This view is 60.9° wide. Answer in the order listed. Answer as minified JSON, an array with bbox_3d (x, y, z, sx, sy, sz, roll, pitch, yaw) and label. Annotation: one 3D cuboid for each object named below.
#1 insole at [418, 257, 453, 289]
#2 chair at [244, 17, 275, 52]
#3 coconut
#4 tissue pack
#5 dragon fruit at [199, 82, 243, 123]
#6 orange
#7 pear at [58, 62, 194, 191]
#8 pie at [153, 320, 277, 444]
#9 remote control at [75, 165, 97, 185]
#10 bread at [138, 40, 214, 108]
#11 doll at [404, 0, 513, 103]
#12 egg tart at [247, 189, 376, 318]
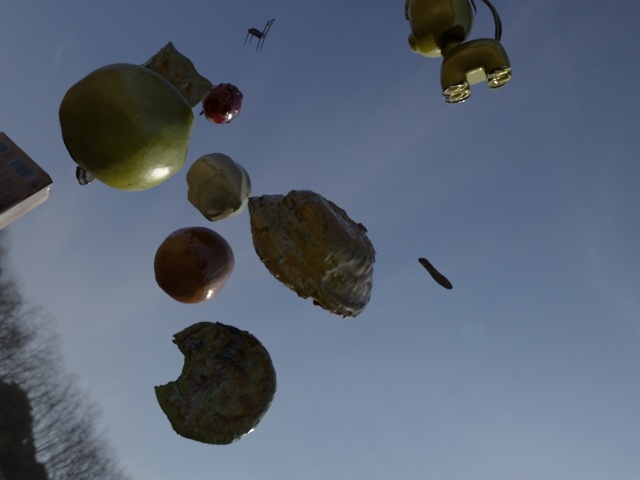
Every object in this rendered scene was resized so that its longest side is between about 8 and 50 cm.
[{"bbox_3d":[0.315,0.092,1.491,0.135,0.002,0.045,45,-32,-19],"label":"insole"},{"bbox_3d":[-0.139,-0.469,1.225,0.042,0.037,0.086,35,-57,-2],"label":"chair"},{"bbox_3d":[-0.305,-0.156,1.670,0.224,0.224,0.224,30,-47,39],"label":"coconut"},{"bbox_3d":[-0.982,-0.125,1.572,0.238,0.305,0.239,16,-49,19],"label":"tissue pack"},{"bbox_3d":[-0.253,-0.323,1.333,0.190,0.094,0.094,-9,-77,57],"label":"dragon fruit"},{"bbox_3d":[-0.396,0.077,1.729,0.264,0.264,0.264,30,-47,39],"label":"orange"},{"bbox_3d":[-0.436,-0.256,1.254,0.294,0.294,0.294,30,-47,39],"label":"pear"},{"bbox_3d":[-0.242,0.340,1.304,0.067,0.302,0.303,-31,-94,56],"label":"pie"},{"bbox_3d":[-0.528,-0.200,1.397,0.028,0.212,0.059,33,-45,21],"label":"remote control"},{"bbox_3d":[-0.564,-0.591,2.065,0.196,0.238,0.252,8,-41,56],"label":"bread"},{"bbox_3d":[0.196,-0.324,0.819,0.135,0.143,0.221,-21,-101,21],"label":"doll"},{"bbox_3d":[0.000,0.000,1.142,0.351,0.339,0.153,42,-74,-15],"label":"egg tart"}]
